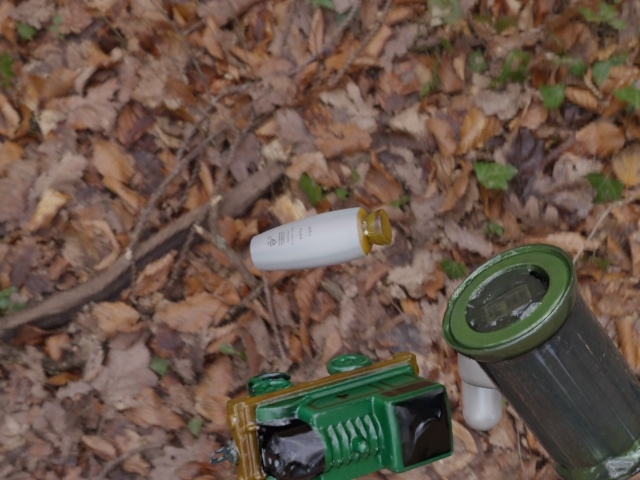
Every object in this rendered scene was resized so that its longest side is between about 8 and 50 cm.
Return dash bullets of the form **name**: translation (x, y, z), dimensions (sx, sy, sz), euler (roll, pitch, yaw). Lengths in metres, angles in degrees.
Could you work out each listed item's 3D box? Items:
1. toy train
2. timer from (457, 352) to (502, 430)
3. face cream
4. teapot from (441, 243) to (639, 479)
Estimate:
- **toy train**: translation (0.036, 0.304, 1.560), dimensions (0.429, 0.249, 0.178), euler (-12, 98, -27)
- **timer**: translation (0.364, 0.235, 1.773), dimensions (0.233, 0.233, 0.240), euler (-1, 90, 13)
- **face cream**: translation (0.000, 0.000, 1.227), dimensions (0.182, 0.051, 0.072), euler (-12, 57, 19)
- **teapot**: translation (0.339, 0.176, 1.378), dimensions (0.200, 0.337, 0.270), euler (-32, 25, 16)
